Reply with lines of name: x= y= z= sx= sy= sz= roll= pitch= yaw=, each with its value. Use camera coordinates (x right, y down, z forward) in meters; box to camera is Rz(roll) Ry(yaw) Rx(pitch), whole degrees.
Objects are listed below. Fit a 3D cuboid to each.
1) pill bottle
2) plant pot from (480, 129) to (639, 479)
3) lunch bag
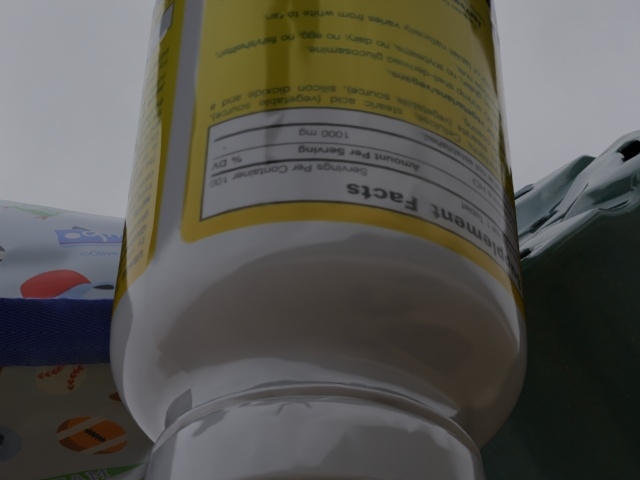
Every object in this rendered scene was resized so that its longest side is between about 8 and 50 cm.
pill bottle: x=0.000 y=0.000 z=0.650 sx=0.188 sy=0.334 sz=0.188 roll=1 pitch=-38 yaw=1
plant pot: x=0.206 y=0.131 z=0.864 sx=0.341 sy=0.341 sz=0.334 roll=-36 pitch=-85 yaw=-4
lunch bag: x=-0.276 y=0.079 z=0.899 sx=0.328 sy=0.385 sz=0.238 roll=1 pitch=-97 yaw=-26
